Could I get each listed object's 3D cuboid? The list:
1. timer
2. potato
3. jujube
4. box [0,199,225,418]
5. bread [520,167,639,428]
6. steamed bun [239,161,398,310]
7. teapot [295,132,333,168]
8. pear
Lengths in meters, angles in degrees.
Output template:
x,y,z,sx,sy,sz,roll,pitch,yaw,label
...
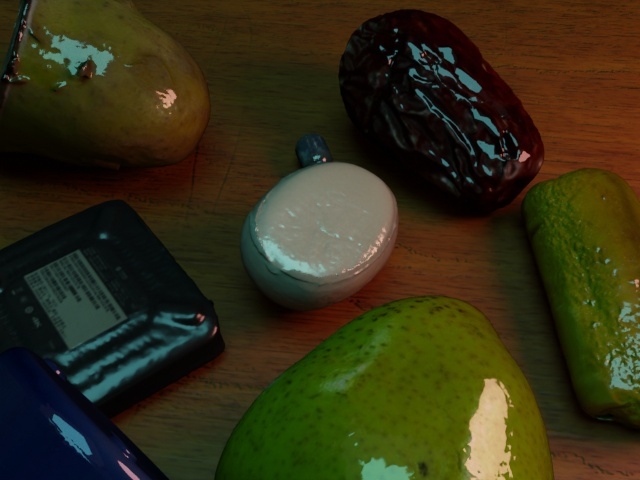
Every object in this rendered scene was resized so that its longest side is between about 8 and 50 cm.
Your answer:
x,y,z,sx,sy,sz,roll,pitch,yaw,label
-0.315,0.316,0.710,0.270,0.270,0.383,36,72,27,timer
-0.331,-0.227,1.211,0.295,0.290,0.397,17,3,-23,potato
0.180,-0.189,1.181,0.216,0.216,0.342,-27,60,-23,jujube
-0.301,0.091,0.990,0.288,0.073,0.290,-28,55,-24,box
0.369,0.052,1.016,0.166,0.112,0.384,-1,49,-3,bread
0.000,0.000,1.040,0.177,0.131,0.228,35,54,13,steamed bun
-0.014,-0.119,1.199,0.063,0.049,0.083,-11,50,-11,teapot
0.097,0.198,0.803,0.342,0.239,0.318,22,60,17,pear
